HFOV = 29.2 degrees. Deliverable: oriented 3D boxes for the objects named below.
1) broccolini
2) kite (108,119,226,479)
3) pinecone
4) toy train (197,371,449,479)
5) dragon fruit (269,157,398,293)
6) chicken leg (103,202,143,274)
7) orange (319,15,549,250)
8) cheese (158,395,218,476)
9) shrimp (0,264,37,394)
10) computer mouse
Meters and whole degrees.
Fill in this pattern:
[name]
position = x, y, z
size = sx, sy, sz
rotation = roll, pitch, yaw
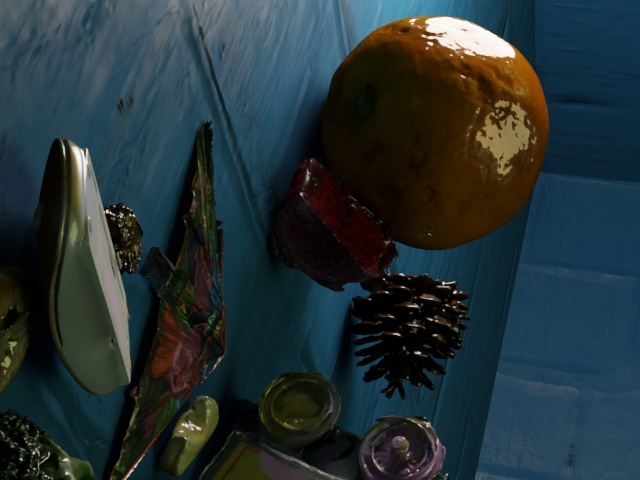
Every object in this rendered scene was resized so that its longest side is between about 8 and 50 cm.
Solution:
[broccolini]
position = -0.171, 0.151, 0.782
size = 0.202, 0.068, 0.091
rotation = 21, 69, -74
[kite]
position = -0.117, 0.068, 1.045
size = 0.234, 0.016, 0.321
rotation = 65, 36, -65
[pinecone]
position = 0.111, 0.127, 1.620
size = 0.163, 0.163, 0.165
rotation = 54, 47, -68
[toy train]
position = 0.008, 0.239, 1.153
size = 0.177, 0.261, 0.134
rotation = -50, 147, -33
[dragon fruit]
position = 0.000, 0.000, 1.287
size = 0.147, 0.096, 0.102
rotation = 46, 29, -12
[chicken leg]
position = -0.146, -0.006, 0.886
size = 0.083, 0.021, 0.036
rotation = 75, 36, -53
[orange]
position = 0.125, -0.121, 1.372
size = 0.261, 0.261, 0.261
rotation = 7, 90, -75
[cheese]
position = -0.113, 0.166, 1.062
size = 0.083, 0.030, 0.044
rotation = -53, 168, -54
[shrimp]
position = -0.205, 0.065, 0.697
size = 0.095, 0.045, 0.162
rotation = -65, 174, 13
[computer mouse]
position = -0.153, 0.022, 0.777
size = 0.199, 0.045, 0.102
rotation = 88, -7, -57
